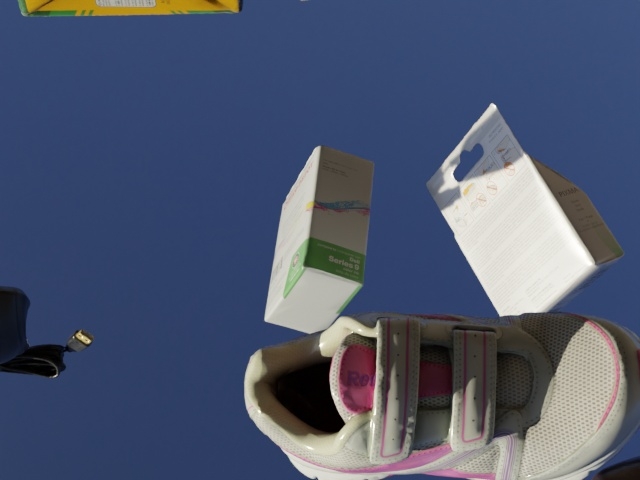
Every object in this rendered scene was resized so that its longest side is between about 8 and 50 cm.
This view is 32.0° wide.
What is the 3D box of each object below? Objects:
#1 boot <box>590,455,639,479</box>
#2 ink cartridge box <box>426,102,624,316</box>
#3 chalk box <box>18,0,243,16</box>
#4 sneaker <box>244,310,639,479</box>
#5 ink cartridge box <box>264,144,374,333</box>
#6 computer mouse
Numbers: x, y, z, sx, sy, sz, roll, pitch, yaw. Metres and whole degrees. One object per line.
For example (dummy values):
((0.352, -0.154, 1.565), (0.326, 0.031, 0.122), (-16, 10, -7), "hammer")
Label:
((0.328, 0.126, 0.891), (0.248, 0.207, 0.090), (-8, -157, -5), "boot")
((0.232, -0.025, 1.312), (0.056, 0.181, 0.225), (-13, -114, -32), "ink cartridge box")
((-0.151, -0.342, 0.892), (0.179, 0.180, 0.289), (-1, -127, -1), "chalk box")
((0.061, 0.092, 0.641), (0.252, 0.111, 0.103), (-14, -114, 27), "sneaker")
((0.000, 0.000, 1.537), (0.093, 0.154, 0.212), (16, -127, -15), "ink cartridge box")
((-0.341, 0.120, 1.258), (0.184, 0.262, 0.060), (-1, -113, -24), "computer mouse")
